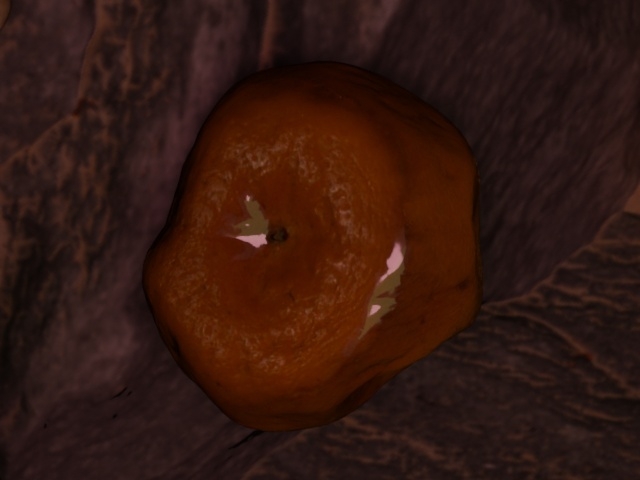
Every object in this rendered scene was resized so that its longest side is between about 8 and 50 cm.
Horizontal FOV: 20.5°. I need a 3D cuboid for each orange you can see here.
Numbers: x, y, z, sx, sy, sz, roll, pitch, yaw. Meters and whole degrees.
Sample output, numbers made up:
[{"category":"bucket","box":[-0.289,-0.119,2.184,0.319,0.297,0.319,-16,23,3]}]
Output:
[{"category":"orange","box":[0.000,0.000,1.178,0.249,0.249,0.183,-57,152,12]}]

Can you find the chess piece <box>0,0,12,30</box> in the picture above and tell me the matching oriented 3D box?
[{"category":"chess piece","box":[-0.239,-0.196,1.100,0.139,0.124,0.307,-13,124,-50]}]
